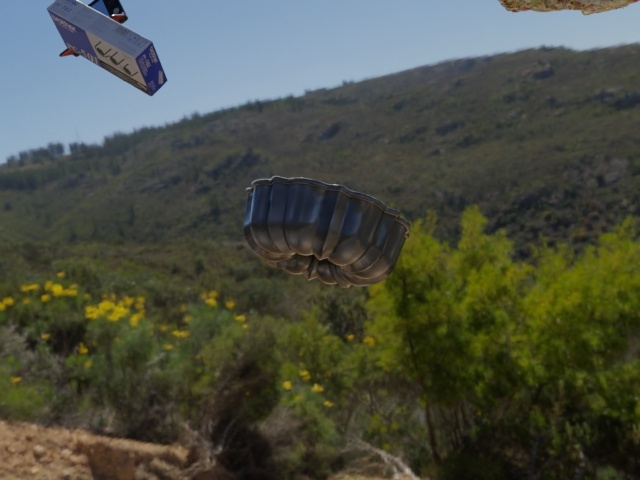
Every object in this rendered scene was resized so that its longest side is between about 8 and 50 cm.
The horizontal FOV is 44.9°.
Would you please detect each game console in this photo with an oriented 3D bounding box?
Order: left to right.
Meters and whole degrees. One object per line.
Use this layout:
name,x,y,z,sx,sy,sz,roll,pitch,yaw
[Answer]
game console,-0.478,-0.447,1.586,0.144,0.124,0.085,-32,-18,11

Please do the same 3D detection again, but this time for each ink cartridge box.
ink cartridge box,-0.356,-0.328,1.299,0.046,0.207,0.097,-51,-21,-20

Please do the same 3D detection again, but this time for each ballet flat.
ballet flat,0.380,-0.381,1.178,0.241,0.091,0.077,15,-20,29

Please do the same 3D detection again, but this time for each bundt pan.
bundt pan,0.000,0.000,1.488,0.330,0.124,0.331,14,-15,4
